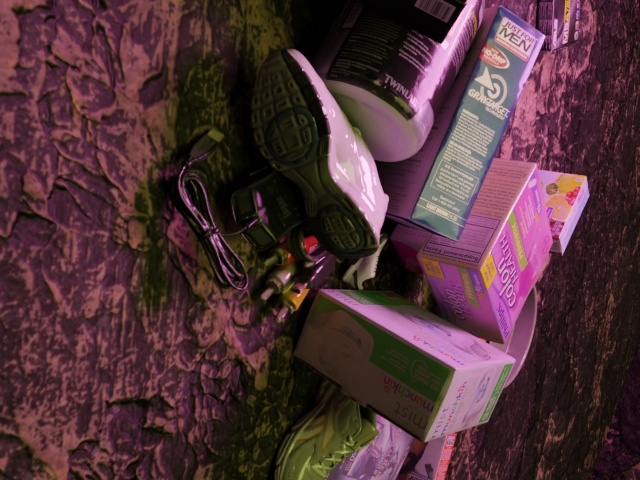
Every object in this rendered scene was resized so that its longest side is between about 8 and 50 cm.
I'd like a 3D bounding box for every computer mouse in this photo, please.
[{"bbox_3d":[-0.095,-0.073,0.926,0.262,0.060,0.184,-47,117,-39],"label":"computer mouse"}]

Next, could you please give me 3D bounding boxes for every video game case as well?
[{"bbox_3d":[0.091,0.401,1.325,0.274,0.026,0.196,40,74,-50],"label":"video game case"}]

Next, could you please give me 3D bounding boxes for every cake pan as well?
[{"bbox_3d":[0.462,0.224,1.761,0.293,0.054,0.293,-21,116,-49],"label":"cake pan"}]

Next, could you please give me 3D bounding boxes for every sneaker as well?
[{"bbox_3d":[0.083,0.035,1.165,0.109,0.043,0.040,-55,168,17],"label":"sneaker"},{"bbox_3d":[0.005,-0.120,0.935,0.297,0.111,0.129,65,34,-28],"label":"sneaker"},{"bbox_3d":[0.025,0.321,1.144,0.262,0.121,0.099,-60,140,-23],"label":"sneaker"}]

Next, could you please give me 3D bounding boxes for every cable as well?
[{"bbox_3d":[0.000,0.000,1.082,0.287,0.072,0.140,-46,137,-51],"label":"cable"}]

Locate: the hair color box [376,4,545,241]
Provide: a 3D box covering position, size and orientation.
[{"bbox_3d":[0.207,-0.186,1.130,0.105,0.174,0.347,22,91,-25],"label":"hair color box"}]

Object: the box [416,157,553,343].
[{"bbox_3d":[0.297,0.015,1.231,0.243,0.117,0.214,-55,139,-26],"label":"box"}]

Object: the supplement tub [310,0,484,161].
[{"bbox_3d":[0.115,-0.290,1.016,0.316,0.193,0.193,-63,142,-19],"label":"supplement tub"}]

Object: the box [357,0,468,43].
[{"bbox_3d":[0.086,-0.398,0.886,0.184,0.261,0.103,-63,-179,-15],"label":"box"}]

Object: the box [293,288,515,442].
[{"bbox_3d":[0.132,0.188,1.116,0.231,0.262,0.127,9,106,-53],"label":"box"}]

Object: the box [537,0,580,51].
[{"bbox_3d":[0.570,-0.556,1.675,0.184,0.045,0.191,-28,122,-49],"label":"box"}]

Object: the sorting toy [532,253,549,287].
[{"bbox_3d":[0.462,0.066,1.625,0.307,0.041,0.229,-45,143,-36],"label":"sorting toy"}]

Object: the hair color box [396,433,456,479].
[{"bbox_3d":[0.212,0.469,1.467,0.053,0.093,0.167,25,80,-54],"label":"hair color box"}]

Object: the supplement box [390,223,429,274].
[{"bbox_3d":[0.239,-0.047,1.327,0.220,0.114,0.111,-59,141,-25],"label":"supplement box"}]

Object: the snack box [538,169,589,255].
[{"bbox_3d":[0.447,-0.071,1.518,0.174,0.207,0.070,-58,140,-26],"label":"snack box"}]

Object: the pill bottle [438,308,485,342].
[{"bbox_3d":[0.315,0.099,1.460,0.130,0.130,0.246,-5,104,-53],"label":"pill bottle"}]
